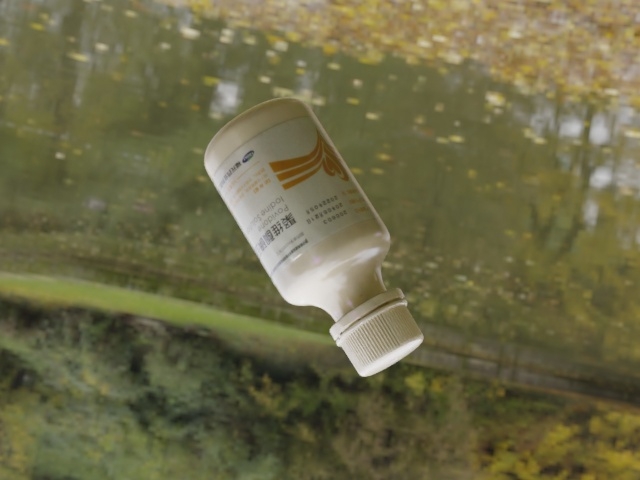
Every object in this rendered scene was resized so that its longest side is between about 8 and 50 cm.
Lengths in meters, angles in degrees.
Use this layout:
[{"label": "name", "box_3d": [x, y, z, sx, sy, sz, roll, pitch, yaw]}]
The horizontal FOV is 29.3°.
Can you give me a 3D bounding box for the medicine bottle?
[{"label": "medicine bottle", "box_3d": [0.000, 0.000, 1.092, 0.114, 0.252, 0.114, -30, 166, -8]}]
